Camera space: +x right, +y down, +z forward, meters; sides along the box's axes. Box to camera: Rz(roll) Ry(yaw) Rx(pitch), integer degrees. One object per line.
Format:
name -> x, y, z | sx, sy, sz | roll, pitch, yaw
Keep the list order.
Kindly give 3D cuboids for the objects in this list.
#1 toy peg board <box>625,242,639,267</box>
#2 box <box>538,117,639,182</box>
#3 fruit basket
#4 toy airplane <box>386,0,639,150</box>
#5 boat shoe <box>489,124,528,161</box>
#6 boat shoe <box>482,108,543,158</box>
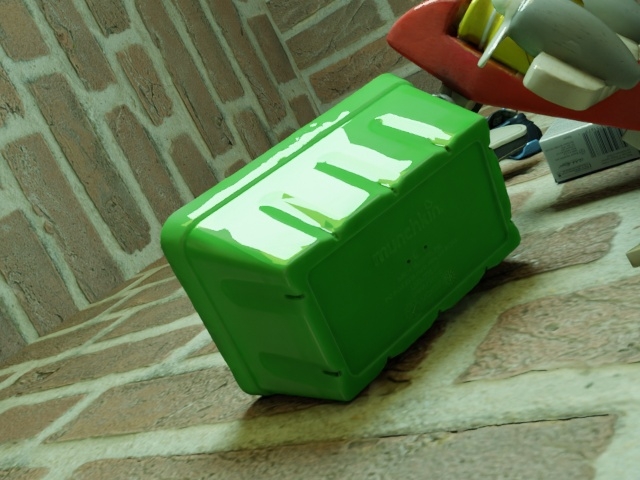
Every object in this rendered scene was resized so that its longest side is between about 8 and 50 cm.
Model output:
toy peg board -> 0.350, -0.009, 0.523 | 0.161, 0.079, 0.160 | -26, -6, -24
box -> 0.406, -0.155, 1.042 | 0.126, 0.072, 0.137 | -18, 15, 36
fruit basket -> 0.000, 0.000, 0.853 | 0.392, 0.283, 0.392 | -19, 27, 10
toy airplane -> 0.314, -0.236, 0.839 | 0.384, 0.273, 0.386 | -4, 25, -17
boat shoe -> 0.245, -0.115, 1.219 | 0.254, 0.079, 0.095 | -28, 13, 6
boat shoe -> 0.368, -0.220, 1.384 | 0.109, 0.089, 0.258 | -28, 11, -6
